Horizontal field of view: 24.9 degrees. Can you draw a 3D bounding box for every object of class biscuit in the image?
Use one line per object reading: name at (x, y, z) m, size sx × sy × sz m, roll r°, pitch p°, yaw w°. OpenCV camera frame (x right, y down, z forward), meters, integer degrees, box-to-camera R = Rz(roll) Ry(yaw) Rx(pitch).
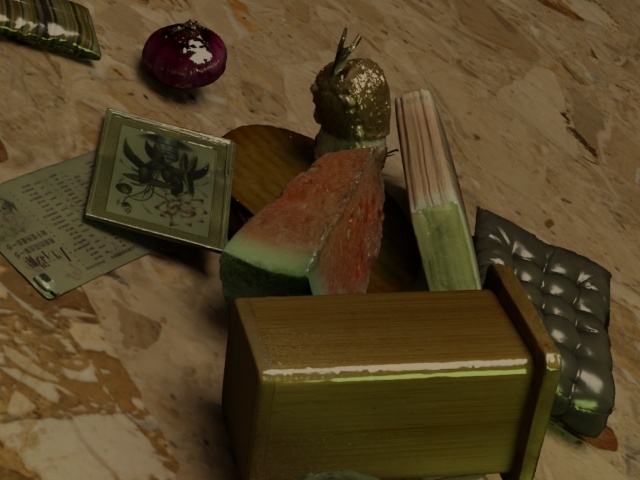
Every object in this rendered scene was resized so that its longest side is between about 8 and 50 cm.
biscuit at (-0.008, -0.035, 1.891) m, size 0.318 × 0.040 × 0.318 m, roll 25°, pitch 34°, yaw -18°

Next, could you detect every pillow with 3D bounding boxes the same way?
pillow at (0.291, 0.104, 1.947) m, size 0.228 × 0.101 × 0.326 m, roll 27°, pitch 31°, yaw -9°
pillow at (-0.383, -0.295, 1.874) m, size 0.203 × 0.038 × 0.113 m, roll 12°, pitch 39°, yaw -33°

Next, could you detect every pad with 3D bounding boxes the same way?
pad at (-0.277, -0.026, 1.651) m, size 0.159 × 0.009 × 0.265 m, roll 43°, pitch 32°, yaw 12°

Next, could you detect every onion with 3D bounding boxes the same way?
onion at (-0.182, -0.253, 1.952) m, size 0.115 × 0.104 × 0.115 m, roll 8°, pitch 45°, yaw -8°

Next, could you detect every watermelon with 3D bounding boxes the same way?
watermelon at (0.000, 0.000, 1.700) m, size 0.140 × 0.193 × 0.256 m, roll 16°, pitch 55°, yaw 19°

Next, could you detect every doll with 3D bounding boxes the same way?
doll at (0.037, -0.179, 1.905) m, size 0.115 × 0.221 × 0.105 m, roll -31°, pitch 36°, yaw -30°

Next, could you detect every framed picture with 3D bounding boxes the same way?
framed picture at (-0.189, -0.074, 1.752) m, size 0.173 × 0.010 × 0.231 m, roll 14°, pitch 36°, yaw -12°

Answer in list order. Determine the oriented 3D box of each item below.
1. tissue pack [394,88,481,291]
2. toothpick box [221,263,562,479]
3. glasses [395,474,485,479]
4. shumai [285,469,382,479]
tissue pack at (0.153, -0.058, 1.934) m, size 0.325 × 0.071 × 0.170 m, roll -93°, pitch 166°, yaw -59°
toothpick box at (0.065, 0.149, 1.503) m, size 0.308 × 0.187 × 0.190 m, roll -1°, pitch 33°, yaw -15°
glasses at (0.138, 0.304, 1.536) m, size 0.255 × 0.095 × 0.162 m, roll 6°, pitch 44°, yaw -35°
shumai at (0.042, 0.309, 1.338) m, size 0.261 × 0.225 × 0.222 m, roll 42°, pitch 15°, yaw -10°
